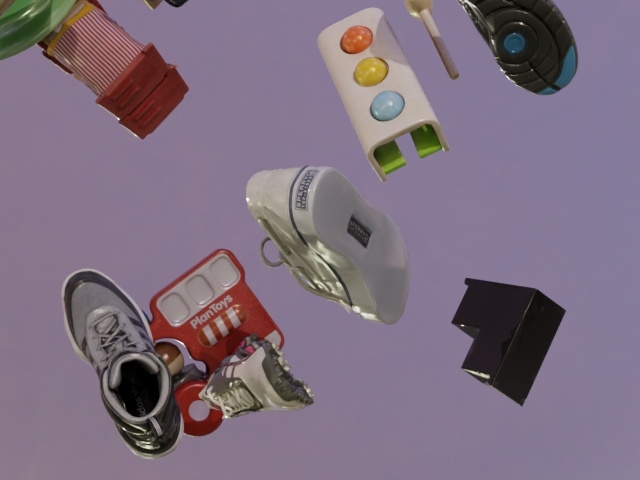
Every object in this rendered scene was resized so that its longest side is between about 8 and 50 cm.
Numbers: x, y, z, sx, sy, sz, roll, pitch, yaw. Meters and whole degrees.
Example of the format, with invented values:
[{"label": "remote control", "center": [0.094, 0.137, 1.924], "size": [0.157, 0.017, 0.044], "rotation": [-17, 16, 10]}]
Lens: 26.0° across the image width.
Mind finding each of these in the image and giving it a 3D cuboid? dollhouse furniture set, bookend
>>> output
[{"label": "dollhouse furniture set", "center": [-0.233, -0.360, 2.045], "size": [0.374, 0.201, 0.152], "rotation": [-49, -25, -4]}, {"label": "bookend", "center": [0.253, 0.145, 2.024], "size": [0.072, 0.157, 0.156], "rotation": [35, -15, -32]}]

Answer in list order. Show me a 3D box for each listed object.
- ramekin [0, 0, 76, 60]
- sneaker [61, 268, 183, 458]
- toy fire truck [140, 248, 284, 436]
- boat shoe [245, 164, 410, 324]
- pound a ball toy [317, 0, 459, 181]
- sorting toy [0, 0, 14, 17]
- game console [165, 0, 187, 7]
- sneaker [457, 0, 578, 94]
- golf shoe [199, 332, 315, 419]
[{"label": "ramekin", "center": [-0.455, -0.394, 1.785], "size": [0.303, 0.148, 0.303], "rotation": [-26, -45, -30]}, {"label": "sneaker", "center": [-0.249, 0.139, 1.743], "size": [0.101, 0.268, 0.153], "rotation": [-25, -14, -13]}, {"label": "toy fire truck", "center": [-0.223, 0.190, 2.465], "size": [0.302, 0.254, 0.169], "rotation": [-35, 9, -6]}, {"label": "boat shoe", "center": [-0.003, 0.007, 1.850], "size": [0.157, 0.135, 0.367], "rotation": [8, -18, 28]}, {"label": "pound a ball toy", "center": [0.124, -0.282, 2.270], "size": [0.208, 0.319, 0.135], "rotation": [-26, -36, 7]}, {"label": "sorting toy", "center": [-0.314, -0.378, 1.572], "size": [0.041, 0.229, 0.307], "rotation": [32, -60, -29]}, {"label": "game console", "center": [-0.191, -0.416, 1.913], "size": [0.144, 0.124, 0.085], "rotation": [-48, -3, -31]}, {"label": "sneaker", "center": [0.280, -0.375, 2.141], "size": [0.125, 0.139, 0.341], "rotation": [-35, -70, 16]}, {"label": "golf shoe", "center": [-0.088, 0.202, 1.869], "size": [0.120, 0.105, 0.273], "rotation": [-37, 6, -10]}]
